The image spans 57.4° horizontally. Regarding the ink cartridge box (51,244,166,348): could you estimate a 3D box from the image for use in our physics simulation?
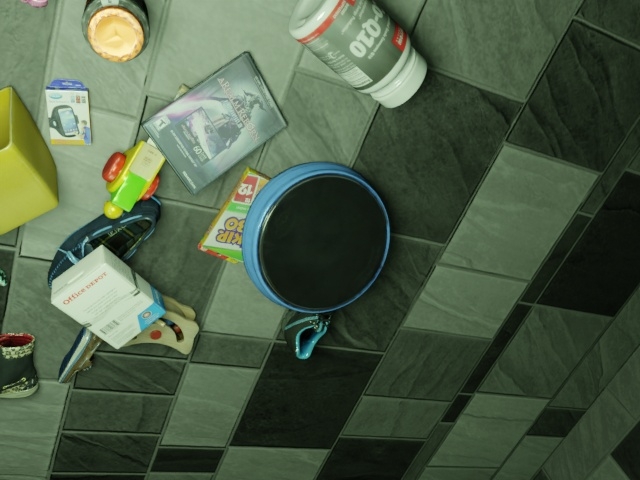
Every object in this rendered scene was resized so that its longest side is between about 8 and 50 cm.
[{"bbox_3d":[-0.476,0.129,1.320,0.148,0.086,0.203,-36,128,2],"label":"ink cartridge box"}]

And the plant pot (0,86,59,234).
[{"bbox_3d":[-0.647,-0.139,1.169,0.212,0.212,0.187,-27,140,0],"label":"plant pot"}]

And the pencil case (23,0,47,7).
[{"bbox_3d":[-0.576,-0.559,0.926,0.167,0.160,0.386,-39,127,20],"label":"pencil case"}]

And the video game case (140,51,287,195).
[{"bbox_3d":[-0.223,-0.253,1.281,0.274,0.026,0.196,-39,128,-11],"label":"video game case"}]

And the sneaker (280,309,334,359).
[{"bbox_3d":[0.011,0.180,1.627,0.125,0.139,0.340,18,114,-25],"label":"sneaker"}]

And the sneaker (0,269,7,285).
[{"bbox_3d":[-0.789,0.082,1.364,0.069,0.038,0.098,-33,117,7],"label":"sneaker"}]

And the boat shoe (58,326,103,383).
[{"bbox_3d":[-0.635,0.314,1.550,0.066,0.066,0.183,25,112,-32],"label":"boat shoe"}]

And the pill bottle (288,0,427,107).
[{"bbox_3d":[0.086,-0.416,1.237,0.283,0.161,0.161,31,109,-32],"label":"pill bottle"}]

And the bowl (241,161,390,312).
[{"bbox_3d":[0.000,0.000,1.467,0.392,0.077,0.390,-7,107,-22],"label":"bowl"}]

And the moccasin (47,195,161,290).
[{"bbox_3d":[-0.515,0.017,1.358,0.342,0.116,0.138,-44,125,13],"label":"moccasin"}]

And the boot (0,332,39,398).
[{"bbox_3d":[-0.841,0.321,1.478,0.237,0.085,0.178,0,121,-26],"label":"boot"}]

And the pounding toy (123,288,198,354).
[{"bbox_3d":[-0.439,0.230,1.502,0.270,0.155,0.154,34,103,-33],"label":"pounding toy"}]

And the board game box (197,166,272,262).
[{"bbox_3d":[-0.195,-0.051,1.472,0.124,0.039,0.259,24,115,-29],"label":"board game box"}]

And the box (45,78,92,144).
[{"bbox_3d":[-0.524,-0.266,1.221,0.081,0.028,0.136,-2,125,-17],"label":"box"}]

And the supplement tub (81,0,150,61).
[{"bbox_3d":[-0.375,-0.401,1.077,0.117,0.190,0.116,-9,124,-13],"label":"supplement tub"}]

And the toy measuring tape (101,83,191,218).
[{"bbox_3d":[-0.386,-0.196,1.290,0.121,0.121,0.330,31,87,-32],"label":"toy measuring tape"}]
